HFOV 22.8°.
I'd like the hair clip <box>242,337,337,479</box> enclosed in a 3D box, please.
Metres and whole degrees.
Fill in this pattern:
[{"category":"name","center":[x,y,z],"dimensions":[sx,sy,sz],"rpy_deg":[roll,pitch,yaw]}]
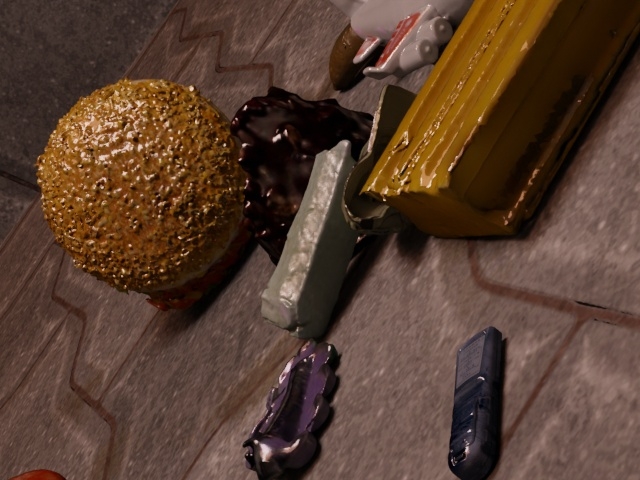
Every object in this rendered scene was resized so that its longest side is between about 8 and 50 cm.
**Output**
[{"category":"hair clip","center":[-0.037,0.163,1.537],"dimensions":[0.124,0.052,0.195],"rpy_deg":[-36,20,31]}]

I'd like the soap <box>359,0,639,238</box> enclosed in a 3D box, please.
[{"category":"soap","center":[0.184,-0.152,1.464],"dimensions":[0.324,0.096,0.204],"rpy_deg":[-58,18,-10]}]

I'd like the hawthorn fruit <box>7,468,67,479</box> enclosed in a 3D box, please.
[{"category":"hawthorn fruit","center":[-0.343,0.332,1.904],"dimensions":[0.128,0.128,0.128],"rpy_deg":[-47,19,22]}]

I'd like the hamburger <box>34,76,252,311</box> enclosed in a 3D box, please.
[{"category":"hamburger","center":[-0.215,-0.068,2.033],"dimensions":[0.276,0.294,0.179],"rpy_deg":[-51,-3,7]}]

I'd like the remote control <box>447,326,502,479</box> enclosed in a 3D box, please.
[{"category":"remote control","center":[0.121,0.127,1.238],"dimensions":[0.043,0.027,0.152],"rpy_deg":[-48,17,33]}]

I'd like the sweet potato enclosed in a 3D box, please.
[{"category":"sweet potato","center":[0.079,-0.268,2.005],"dimensions":[0.249,0.059,0.069],"rpy_deg":[-31,49,44]}]

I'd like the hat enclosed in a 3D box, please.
[{"category":"hat","center":[0.067,-0.077,1.583],"dimensions":[0.081,0.122,0.166],"rpy_deg":[-11,68,54]}]

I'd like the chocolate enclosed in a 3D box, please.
[{"category":"chocolate","center":[-0.038,-0.079,1.767],"dimensions":[0.206,0.177,0.224],"rpy_deg":[-44,19,28]}]

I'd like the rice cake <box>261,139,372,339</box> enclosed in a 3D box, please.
[{"category":"rice cake","center":[0.000,0.000,1.638],"dimensions":[0.069,0.063,0.206],"rpy_deg":[13,83,55]}]

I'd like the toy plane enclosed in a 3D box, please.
[{"category":"toy plane","center":[0.117,-0.283,1.835],"dimensions":[0.252,0.118,0.252],"rpy_deg":[-39,27,25]}]
